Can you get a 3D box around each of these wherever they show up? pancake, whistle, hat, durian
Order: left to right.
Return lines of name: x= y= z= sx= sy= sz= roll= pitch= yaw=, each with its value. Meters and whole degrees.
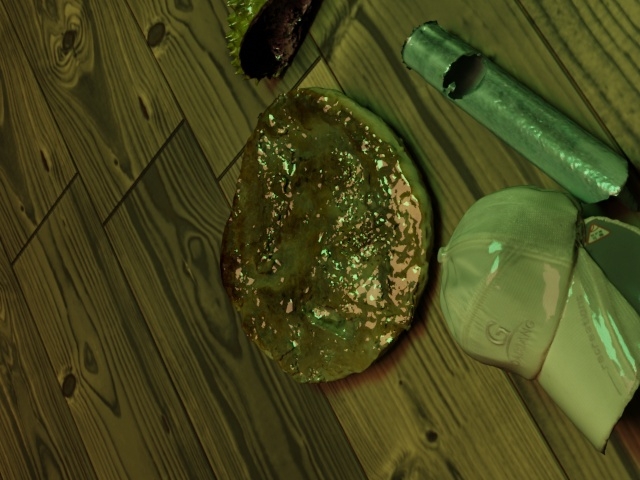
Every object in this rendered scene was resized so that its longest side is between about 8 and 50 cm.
durian: x=-0.079 y=-0.293 z=1.446 sx=0.108 sy=0.119 sz=0.187 roll=48 pitch=124 yaw=27
pancake: x=-0.002 y=0.000 z=1.421 sx=0.356 sy=0.065 sz=0.356 roll=1 pitch=91 yaw=46
whistle: x=0.202 y=-0.127 z=1.214 sx=0.312 sy=0.062 sz=0.062 roll=44 pitch=121 yaw=34
hat: x=0.209 y=0.075 z=1.112 sx=0.232 sy=0.161 sz=0.275 roll=95 pitch=156 yaw=-48
